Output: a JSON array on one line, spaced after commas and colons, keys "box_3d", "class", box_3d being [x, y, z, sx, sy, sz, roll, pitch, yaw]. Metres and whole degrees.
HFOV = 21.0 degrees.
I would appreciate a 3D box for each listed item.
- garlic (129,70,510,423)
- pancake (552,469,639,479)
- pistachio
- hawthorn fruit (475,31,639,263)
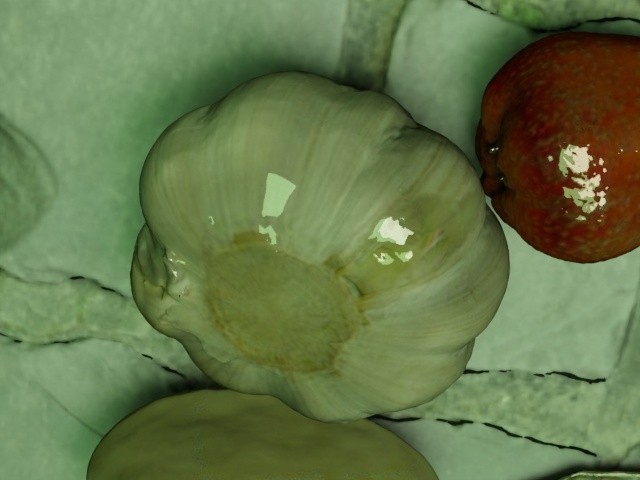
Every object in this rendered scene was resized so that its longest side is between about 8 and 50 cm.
[{"box_3d": [0.002, 0.003, 1.005, 0.228, 0.152, 0.228, 13, 135, 14], "class": "garlic"}, {"box_3d": [0.190, 0.249, 1.161, 0.212, 0.029, 0.235, 31, 112, -7], "class": "pancake"}, {"box_3d": [-0.035, 0.162, 1.098, 0.226, 0.136, 0.136, 2, 114, -2], "class": "pistachio"}, {"box_3d": [0.159, -0.057, 0.984, 0.138, 0.133, 0.133, -15, 112, -6], "class": "hawthorn fruit"}]
